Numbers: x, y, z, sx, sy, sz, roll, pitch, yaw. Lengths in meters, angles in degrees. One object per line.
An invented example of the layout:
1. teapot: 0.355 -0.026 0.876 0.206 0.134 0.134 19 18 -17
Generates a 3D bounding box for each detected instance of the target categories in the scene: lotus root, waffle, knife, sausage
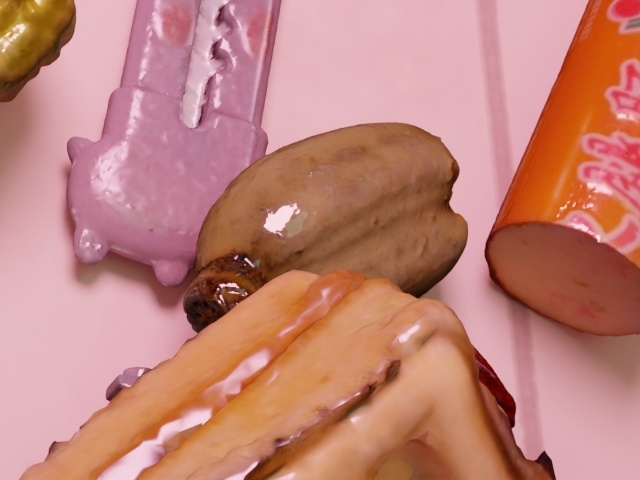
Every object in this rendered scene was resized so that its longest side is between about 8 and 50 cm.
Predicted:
1. lotus root: -0.001 0.000 0.878 0.183 0.077 0.090 -27 111 -49
2. waffle: 0.001 0.233 0.710 0.261 0.114 0.376 -40 120 -34
3. knife: -0.041 -0.164 0.958 0.132 0.038 0.399 16 68 -15
4. sausage: 0.176 -0.106 1.004 0.093 0.093 0.312 31 63 -12

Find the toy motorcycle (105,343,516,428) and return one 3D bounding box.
1. toy motorcycle: 0.005 0.092 0.866 0.213 0.082 0.122 9 67 -17

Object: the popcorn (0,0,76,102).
1. popcorn: -0.169 -0.097 0.830 0.126 0.125 0.145 40 101 23
